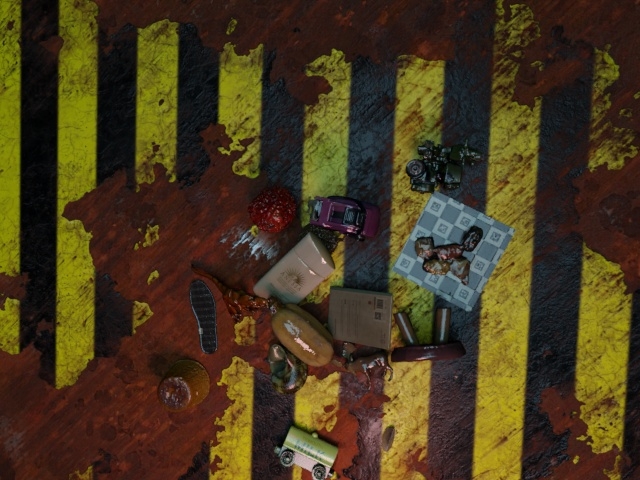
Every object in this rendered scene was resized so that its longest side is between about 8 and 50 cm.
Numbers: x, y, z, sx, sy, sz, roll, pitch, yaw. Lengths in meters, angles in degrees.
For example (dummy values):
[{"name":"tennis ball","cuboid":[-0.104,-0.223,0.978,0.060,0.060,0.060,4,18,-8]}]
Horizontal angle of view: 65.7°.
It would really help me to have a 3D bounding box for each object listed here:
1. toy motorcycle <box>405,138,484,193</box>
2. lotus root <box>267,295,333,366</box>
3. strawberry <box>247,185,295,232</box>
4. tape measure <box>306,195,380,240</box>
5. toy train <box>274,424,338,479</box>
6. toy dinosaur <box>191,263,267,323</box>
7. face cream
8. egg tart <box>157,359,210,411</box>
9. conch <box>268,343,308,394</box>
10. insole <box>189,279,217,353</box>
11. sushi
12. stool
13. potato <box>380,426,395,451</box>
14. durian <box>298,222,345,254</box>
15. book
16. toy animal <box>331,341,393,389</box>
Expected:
[{"name":"toy motorcycle","cuboid":[0.456,-0.268,1.829,0.275,0.127,0.205,8,91,11]},{"name":"lotus root","cuboid":[-0.086,0.344,1.879,0.343,0.169,0.151,42,106,-10]},{"name":"strawberry","cuboid":[-0.183,-0.112,1.896,0.187,0.201,0.184,5,112,-11]},{"name":"tape measure","cuboid":[0.095,-0.083,1.838,0.245,0.231,0.149,12,89,24]},{"name":"toy train","cuboid":[-0.050,0.838,1.967,0.253,0.105,0.157,23,82,5]},{"name":"toy dinosaur","cuboid":[-0.351,0.231,1.962,0.432,0.208,0.097,13,51,36]},{"name":"face cream","cuboid":[-0.093,0.135,1.900,0.173,0.081,0.348,44,114,-6]},{"name":"egg tart","cuboid":[-0.565,0.593,2.000,0.203,0.147,0.202,0,91,10]},{"name":"conch","cuboid":[-0.132,0.511,1.953,0.187,0.124,0.181,43,110,32]},{"name":"insole","cuboid":[-0.480,0.316,2.044,0.110,0.012,0.309,-7,91,7]},{"name":"sushi","cuboid":[0.500,0.040,1.867,0.343,0.064,0.359,28,95,6]},{"name":"stool","cuboid":[0.383,0.348,1.809,0.272,0.272,0.178,-7,77,8]},{"name":"potato","cuboid":[0.267,0.780,1.950,0.037,0.036,0.093,7,73,43]},{"name":"durian","cuboid":[0.000,0.000,1.922,0.189,0.091,0.148,0,93,6]},{"name":"book","cuboid":[0.146,0.288,1.877,0.283,0.025,0.214,5,93,39]},{"name":"toy animal","cuboid":[0.162,0.479,1.928,0.214,0.094,0.186,-25,98,9]}]
